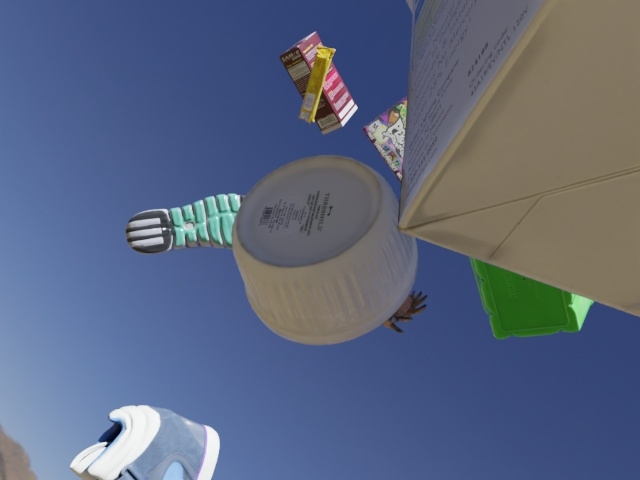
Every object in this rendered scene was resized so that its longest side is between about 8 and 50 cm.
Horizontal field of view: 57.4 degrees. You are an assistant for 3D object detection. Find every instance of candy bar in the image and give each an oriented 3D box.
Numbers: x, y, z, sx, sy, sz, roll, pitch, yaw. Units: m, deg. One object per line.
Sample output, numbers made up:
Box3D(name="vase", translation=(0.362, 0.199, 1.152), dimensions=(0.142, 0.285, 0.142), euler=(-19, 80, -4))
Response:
Box3D(name="candy bar", translation=(-0.010, -0.326, 1.228), dimensions=(0.040, 0.018, 0.162), euler=(21, -71, 12))

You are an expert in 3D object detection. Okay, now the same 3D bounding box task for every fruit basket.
Box3D(name="fruit basket", translation=(0.455, -0.018, 1.254), dimensions=(0.282, 0.392, 0.392), euler=(-11, -65, 25))

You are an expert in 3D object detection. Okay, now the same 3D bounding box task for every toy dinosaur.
Box3D(name="toy dinosaur", translation=(0.113, 0.091, 1.107), dimensions=(0.127, 0.295, 0.201), euler=(-30, -98, 15))

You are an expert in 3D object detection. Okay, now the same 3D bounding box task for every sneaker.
Box3D(name="sneaker", translation=(-0.183, -0.024, 0.899), dimensions=(0.098, 0.223, 0.083), euler=(172, -86, -73))
Box3D(name="sneaker", translation=(-0.327, 0.444, 0.990), dimensions=(0.236, 0.323, 0.130), euler=(27, -18, -30))

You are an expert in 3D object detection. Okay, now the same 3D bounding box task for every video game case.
Box3D(name="video game case", translation=(0.246, -0.231, 1.365), dimensions=(0.232, 0.210, 0.042), euler=(57, 7, 13))

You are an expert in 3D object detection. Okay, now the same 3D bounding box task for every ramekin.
Box3D(name="ramekin", translation=(0.000, 0.000, 0.649), dimensions=(0.207, 0.207, 0.109), euler=(21, -30, 32))

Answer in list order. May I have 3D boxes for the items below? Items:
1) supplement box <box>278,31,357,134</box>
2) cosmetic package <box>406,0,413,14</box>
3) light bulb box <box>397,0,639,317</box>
Box3D(name="supplement box", translation=(-0.002, -0.425, 1.586), dimensions=(0.073, 0.130, 0.240), euler=(-16, -65, 34))
Box3D(name="cosmetic package", translation=(0.158, -0.530, 0.838), dimensions=(0.217, 0.156, 0.385), euler=(-28, -84, 13))
Box3D(name="light bulb box", translation=(0.230, -0.205, 0.402), dimensions=(0.225, 0.361, 0.358), euler=(20, -44, -9))
